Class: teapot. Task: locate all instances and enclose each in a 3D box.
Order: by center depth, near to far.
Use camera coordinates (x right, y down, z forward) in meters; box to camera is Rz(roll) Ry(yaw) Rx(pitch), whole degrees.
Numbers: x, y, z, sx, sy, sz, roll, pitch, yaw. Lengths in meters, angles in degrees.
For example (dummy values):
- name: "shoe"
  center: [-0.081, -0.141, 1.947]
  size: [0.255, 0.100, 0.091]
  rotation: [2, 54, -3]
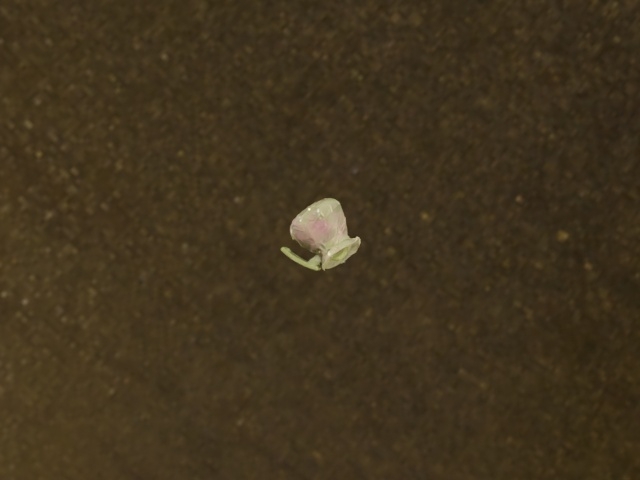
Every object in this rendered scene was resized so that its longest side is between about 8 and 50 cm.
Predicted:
- name: "teapot"
  center: [0.000, 0.000, 1.532]
  size: [0.083, 0.064, 0.064]
  rotation: [-40, 73, 14]
